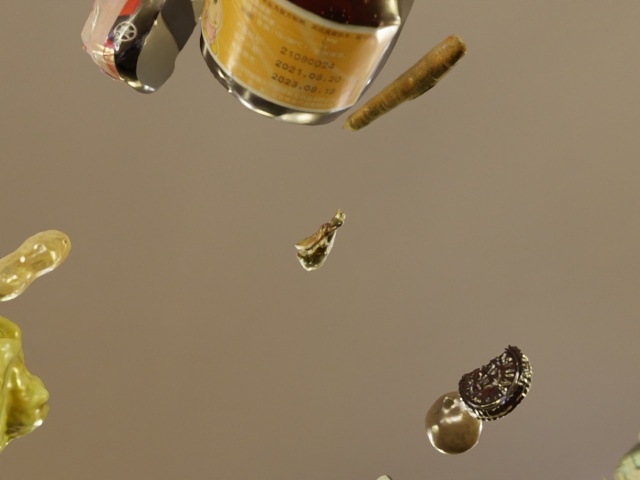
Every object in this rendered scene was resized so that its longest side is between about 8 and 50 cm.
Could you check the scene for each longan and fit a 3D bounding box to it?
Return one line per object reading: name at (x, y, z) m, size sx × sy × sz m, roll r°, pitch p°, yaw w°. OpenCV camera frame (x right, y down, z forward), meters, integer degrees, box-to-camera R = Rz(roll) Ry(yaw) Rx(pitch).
longan at (0.231, 0.313, 0.874) m, size 0.114 × 0.092 × 0.113 m, roll -9°, pitch -73°, yaw -31°

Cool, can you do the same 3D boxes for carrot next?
carrot at (0.178, -0.334, 1.133) m, size 0.070 × 0.070 × 0.342 m, roll 25°, pitch -40°, yaw -36°

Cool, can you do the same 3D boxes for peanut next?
peanut at (-0.743, 0.060, 1.273) m, size 0.101 × 0.263 × 0.117 m, roll 46°, pitch -45°, yaw -7°

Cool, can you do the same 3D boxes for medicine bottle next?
medicine bottle at (0.019, -0.332, 0.538) m, size 0.243 × 0.242 × 0.395 m, roll 6°, pitch -36°, yaw -23°

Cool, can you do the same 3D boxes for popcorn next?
popcorn at (-0.474, 0.201, 0.620) m, size 0.195 × 0.255 × 0.255 m, roll -3°, pitch -25°, yaw 14°

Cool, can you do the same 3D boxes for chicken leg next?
chicken leg at (0.000, 0.000, 1.103) m, size 0.093 × 0.070 × 0.178 m, roll -16°, pitch -25°, yaw -45°

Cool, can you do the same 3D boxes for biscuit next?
biscuit at (0.194, 0.158, 0.563) m, size 0.027 × 0.089 × 0.087 m, roll 38°, pitch -29°, yaw -21°

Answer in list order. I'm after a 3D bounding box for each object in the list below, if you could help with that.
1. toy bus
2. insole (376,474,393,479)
toy bus at (-0.304, -0.422, 0.908) m, size 0.302 × 0.147 × 0.127 m, roll -63°, pitch -18°, yaw -5°
insole at (0.019, 0.121, 0.118) m, size 0.002 × 0.152 × 0.053 m, roll 20°, pitch -69°, yaw -8°
